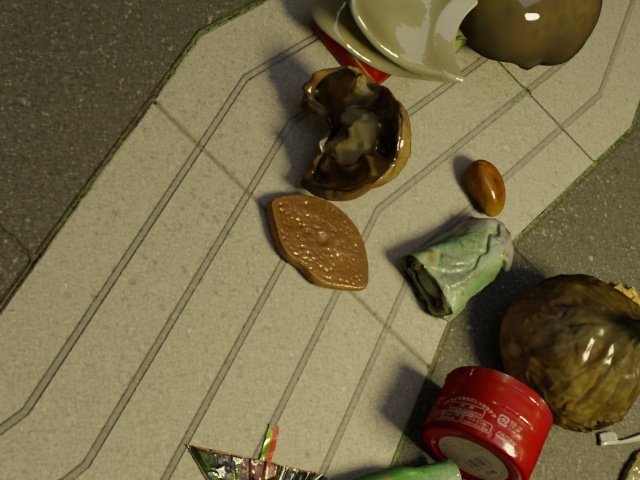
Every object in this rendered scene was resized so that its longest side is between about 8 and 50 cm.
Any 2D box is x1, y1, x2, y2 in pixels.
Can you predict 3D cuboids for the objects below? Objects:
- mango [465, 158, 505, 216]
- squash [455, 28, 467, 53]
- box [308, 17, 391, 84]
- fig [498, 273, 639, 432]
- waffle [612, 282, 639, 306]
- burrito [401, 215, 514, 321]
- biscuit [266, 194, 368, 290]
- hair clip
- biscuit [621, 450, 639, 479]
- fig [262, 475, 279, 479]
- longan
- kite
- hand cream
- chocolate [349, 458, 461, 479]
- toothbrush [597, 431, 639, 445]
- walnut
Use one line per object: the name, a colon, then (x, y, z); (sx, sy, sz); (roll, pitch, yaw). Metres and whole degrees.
mango: (0.320, -0.101, 1.646); (0.080, 0.060, 0.114); (-4, 72, -46)
squash: (0.191, -0.427, 1.661); (0.123, 0.123, 0.186); (-27, 84, -33)
box: (0.075, -0.377, 1.621); (0.175, 0.048, 0.112); (50, 58, -4)
fig: (0.489, 0.185, 1.461); (0.286, 0.369, 0.286); (4, 78, -20)
waffle: (0.602, 0.136, 1.733); (0.135, 0.021, 0.092); (-21, 83, -32)
burrito: (0.263, 0.036, 1.552); (0.229, 0.089, 0.144); (-34, 92, -31)
biscuit: (0.000, 0.000, 1.456); (0.221, 0.029, 0.142); (39, 59, -9)
hair clip: (0.130, -0.393, 1.557); (0.282, 0.113, 0.172); (14, 81, -22)
biscuit: (0.682, 0.466, 1.651); (0.250, 0.032, 0.133); (26, 61, -17)
fig: (-0.081, 0.469, 1.200); (0.151, 0.151, 0.259); (1, 49, -28)
longan: (0.408, -0.483, 1.710); (0.350, 0.288, 0.288); (-20, 82, -33)
kite: (-0.097, 0.362, 1.283); (0.241, 0.014, 0.183); (23, 62, -18)
hand cream: (0.270, 0.308, 1.395); (0.193, 0.193, 0.125); (41, 61, -10)
chocolate: (0.095, 0.405, 1.323); (0.291, 0.110, 0.110); (-10, 77, -33)
toothbrush: (0.652, 0.380, 1.673); (0.286, 0.020, 0.025); (3, 64, -27)
walnut: (0.072, -0.177, 1.471); (0.141, 0.204, 0.238); (19, 68, -57)
